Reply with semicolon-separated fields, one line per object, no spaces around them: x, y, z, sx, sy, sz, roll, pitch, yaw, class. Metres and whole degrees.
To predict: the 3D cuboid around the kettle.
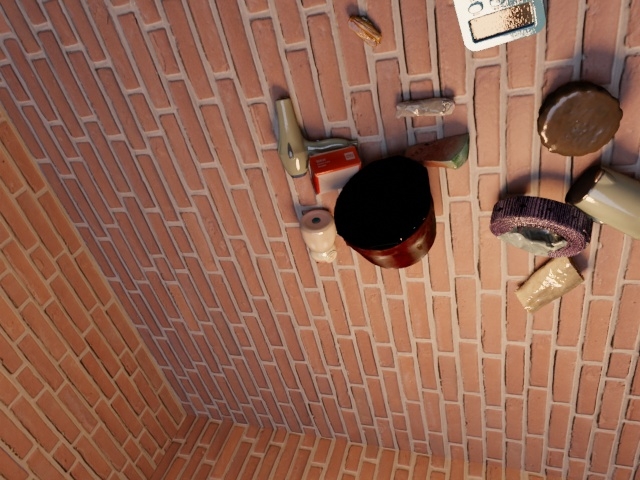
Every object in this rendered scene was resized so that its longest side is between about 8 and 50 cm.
0.949;-0.118;1.610;0.255;0.165;0.240;25;160;2;kettle

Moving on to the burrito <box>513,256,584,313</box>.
0.882;0.160;1.882;0.143;0.105;0.299;27;133;-7;burrito

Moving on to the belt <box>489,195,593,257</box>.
0.756;-0.044;1.714;0.324;0.122;0.260;15;158;12;belt

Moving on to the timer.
0.498;-0.670;1.385;0.231;0.091;0.250;-10;126;27;timer

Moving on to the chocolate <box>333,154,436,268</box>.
0.269;-0.058;1.787;0.383;0.384;0.331;-12;144;29;chocolate

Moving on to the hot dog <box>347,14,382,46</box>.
0.142;-0.669;1.563;0.133;0.041;0.056;35;140;-15;hot dog

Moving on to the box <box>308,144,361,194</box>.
0.051;-0.260;1.822;0.182;0.099;0.133;-16;150;-4;box

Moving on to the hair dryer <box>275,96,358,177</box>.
-0.053;-0.410;1.827;0.298;0.119;0.296;-26;111;18;hair dryer

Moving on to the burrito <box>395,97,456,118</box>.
0.348;-0.442;1.648;0.203;0.064;0.064;1;127;23;burrito

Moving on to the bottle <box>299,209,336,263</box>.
0.000;0.000;2.091;0.147;0.148;0.237;6;136;18;bottle

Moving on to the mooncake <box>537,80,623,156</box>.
0.775;-0.370;1.493;0.228;0.124;0.228;8;127;10;mooncake

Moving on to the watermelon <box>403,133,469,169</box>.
0.388;-0.291;1.717;0.241;0.154;0.095;7;131;36;watermelon
